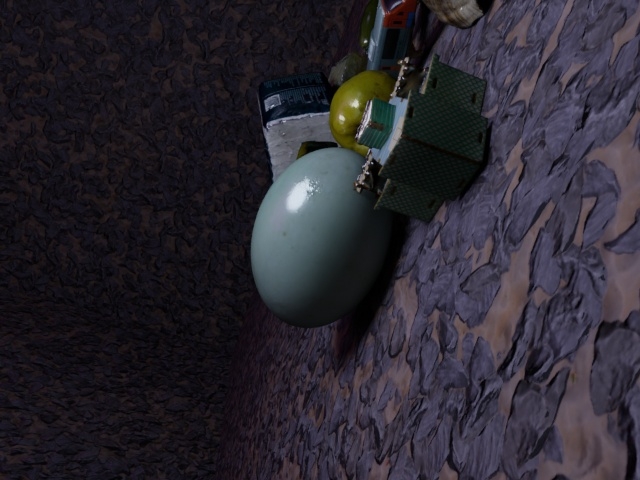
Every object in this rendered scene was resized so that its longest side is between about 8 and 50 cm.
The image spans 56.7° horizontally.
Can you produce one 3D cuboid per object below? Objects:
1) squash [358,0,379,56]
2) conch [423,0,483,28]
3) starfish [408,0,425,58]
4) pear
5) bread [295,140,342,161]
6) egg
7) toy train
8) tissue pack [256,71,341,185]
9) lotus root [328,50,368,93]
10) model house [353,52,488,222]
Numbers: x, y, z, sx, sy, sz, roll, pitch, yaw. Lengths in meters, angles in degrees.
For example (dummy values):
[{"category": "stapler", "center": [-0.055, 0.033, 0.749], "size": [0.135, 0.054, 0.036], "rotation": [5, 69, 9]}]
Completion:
[{"category": "squash", "center": [0.186, -0.818, 2.213], "size": [0.080, 0.071, 0.319], "rotation": [121, 164, -57]}, {"category": "conch", "center": [0.245, -0.540, 1.136], "size": [0.210, 0.159, 0.291], "rotation": [120, 162, -48]}, {"category": "starfish", "center": [0.230, -0.578, 1.491], "size": [0.375, 0.094, 0.327], "rotation": [136, 152, -60]}, {"category": "pear", "center": [0.114, -0.284, 1.336], "size": [0.200, 0.200, 0.200], "rotation": [-162, 90, -80]}, {"category": "bread", "center": [0.007, -0.094, 1.532], "size": [0.377, 0.208, 0.251], "rotation": [-87, 10, -56]}, {"category": "egg", "center": [0.000, 0.000, 1.201], "size": [0.276, 0.276, 0.389], "rotation": [-95, 23, -66]}, {"category": "toy train", "center": [0.153, -0.437, 1.396], "size": [0.409, 0.089, 0.086], "rotation": [95, 170, -62]}, {"category": "tissue pack", "center": [-0.058, -0.357, 1.885], "size": [0.417, 0.264, 0.253], "rotation": [-107, 6, -56]}, {"category": "lotus root", "center": [0.103, -0.563, 2.052], "size": [0.235, 0.138, 0.119], "rotation": [-172, 94, -80]}, {"category": "model house", "center": [0.156, -0.159, 0.945], "size": [0.206, 0.178, 0.271], "rotation": [-109, 41, -72]}]
